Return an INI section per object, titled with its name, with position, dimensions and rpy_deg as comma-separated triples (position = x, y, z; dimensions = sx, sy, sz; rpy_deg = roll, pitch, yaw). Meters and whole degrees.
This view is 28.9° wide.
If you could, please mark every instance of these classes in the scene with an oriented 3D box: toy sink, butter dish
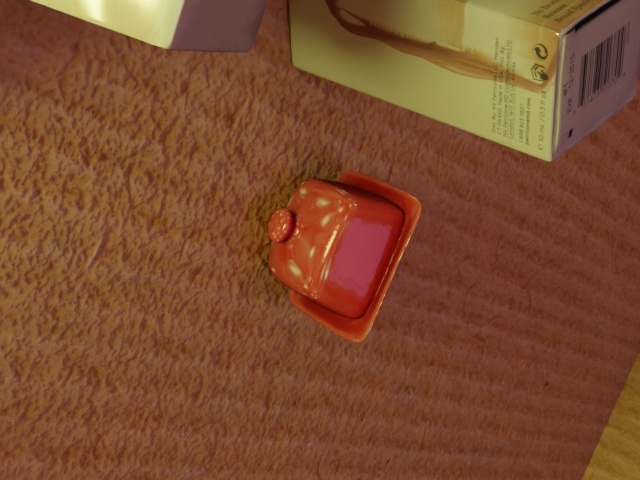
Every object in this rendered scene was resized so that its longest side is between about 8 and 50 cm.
[toy sink]
position = -0.113, -0.229, 0.899
dimensions = 0.234, 0.131, 0.153
rpy_deg = -40, 150, -76
[butter dish]
position = 0.000, 0.000, 1.249
dimensions = 0.118, 0.160, 0.160
rpy_deg = 22, 94, -33

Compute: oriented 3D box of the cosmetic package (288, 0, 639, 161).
[cosmetic package]
position = 0.127, -0.198, 1.131
dimensions = 0.153, 0.296, 0.129
rpy_deg = -37, 137, -38
